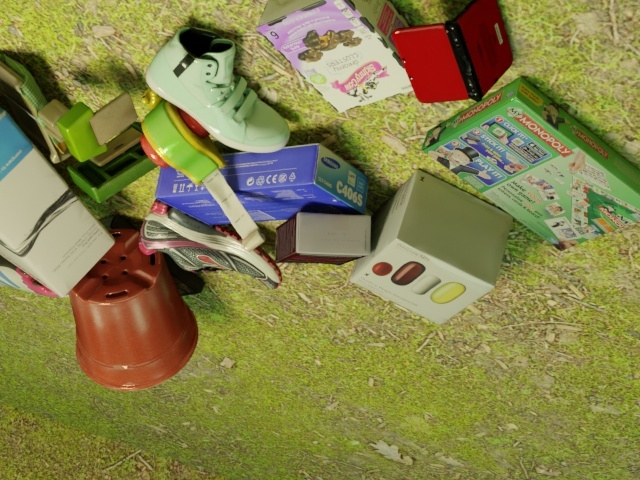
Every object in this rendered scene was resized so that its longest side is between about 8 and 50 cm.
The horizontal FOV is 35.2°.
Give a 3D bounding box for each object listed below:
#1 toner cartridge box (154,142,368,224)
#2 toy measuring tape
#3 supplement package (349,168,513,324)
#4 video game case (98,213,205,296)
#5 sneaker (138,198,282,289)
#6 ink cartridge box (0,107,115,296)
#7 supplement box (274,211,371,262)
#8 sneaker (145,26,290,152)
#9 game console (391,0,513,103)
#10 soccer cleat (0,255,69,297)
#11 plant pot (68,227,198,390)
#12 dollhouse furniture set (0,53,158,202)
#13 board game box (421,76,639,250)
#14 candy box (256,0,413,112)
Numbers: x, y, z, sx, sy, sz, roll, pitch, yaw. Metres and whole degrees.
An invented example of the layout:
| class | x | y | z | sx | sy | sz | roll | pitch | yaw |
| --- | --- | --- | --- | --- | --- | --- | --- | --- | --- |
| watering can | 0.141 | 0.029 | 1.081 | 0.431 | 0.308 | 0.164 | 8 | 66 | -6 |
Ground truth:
| class | x | y | z | sx | sy | sz | roll | pitch | yaw |
| --- | --- | --- | --- | --- | --- | --- | --- | --- | --- |
| toner cartridge box | -0.106 | -0.094 | 1.780 | 0.348 | 0.075 | 0.165 | -3 | 162 | 33 |
| toy measuring tape | -0.207 | -0.125 | 1.662 | 0.330 | 0.121 | 0.121 | 57 | 152 | 14 |
| supplement package | 0.190 | 0.017 | 1.757 | 0.194 | 0.149 | 0.203 | 25 | 150 | -9 |
| video game case | -0.438 | 0.051 | 2.284 | 0.248 | 0.035 | 0.275 | -12 | 137 | 42 |
| sneaker | -0.213 | 0.024 | 1.998 | 0.299 | 0.112 | 0.121 | 26 | -175 | -12 |
| ink cartridge box | -0.613 | -0.102 | 1.925 | 0.286 | 0.166 | 0.395 | 27 | 159 | 38 |
| supplement box | 0.000 | 0.000 | 1.804 | 0.130 | 0.073 | 0.239 | 3 | 173 | -12 |
| sneaker | -0.141 | -0.236 | 1.593 | 0.256 | 0.094 | 0.151 | 29 | 149 | -15 |
| game console | 0.183 | -0.263 | 1.374 | 0.085 | 0.124 | 0.144 | 30 | 161 | 38 |
| soccer cleat | -0.694 | 0.066 | 2.401 | 0.331 | 0.116 | 0.143 | 16 | 160 | 15 |
| plant pot | -0.412 | 0.132 | 2.136 | 0.273 | 0.272 | 0.265 | 12 | 141 | 14 |
| dollhouse furniture set | -0.440 | -0.237 | 1.793 | 0.302 | 0.151 | 0.197 | 36 | 154 | 34 |
| board game box | 0.345 | -0.108 | 1.569 | 0.317 | 0.046 | 0.213 | 33 | 146 | -22 |
| candy box | 0.037 | -0.283 | 1.438 | 0.165 | 0.070 | 0.196 | -12 | 138 | 42 |
